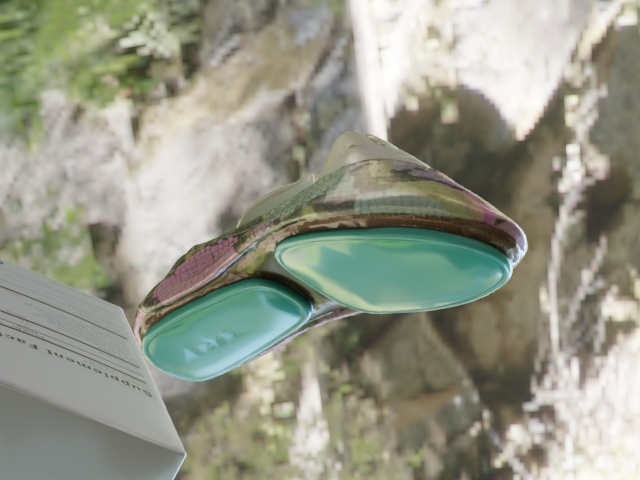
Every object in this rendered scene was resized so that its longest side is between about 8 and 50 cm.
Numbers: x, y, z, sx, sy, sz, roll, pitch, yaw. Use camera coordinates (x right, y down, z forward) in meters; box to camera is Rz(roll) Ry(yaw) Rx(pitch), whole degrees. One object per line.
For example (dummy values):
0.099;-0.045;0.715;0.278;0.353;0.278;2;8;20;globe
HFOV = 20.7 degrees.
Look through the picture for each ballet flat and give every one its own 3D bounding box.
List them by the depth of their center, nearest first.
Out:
0.000;0.000;0.752;0.221;0.077;0.079;-23;-137;45;ballet flat

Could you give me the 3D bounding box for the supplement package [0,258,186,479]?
-0.243;0.149;1.375;0.175;0.178;0.293;24;-169;-22;supplement package
